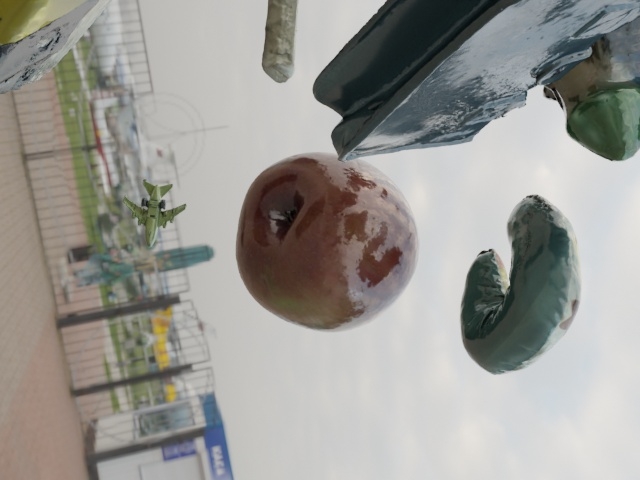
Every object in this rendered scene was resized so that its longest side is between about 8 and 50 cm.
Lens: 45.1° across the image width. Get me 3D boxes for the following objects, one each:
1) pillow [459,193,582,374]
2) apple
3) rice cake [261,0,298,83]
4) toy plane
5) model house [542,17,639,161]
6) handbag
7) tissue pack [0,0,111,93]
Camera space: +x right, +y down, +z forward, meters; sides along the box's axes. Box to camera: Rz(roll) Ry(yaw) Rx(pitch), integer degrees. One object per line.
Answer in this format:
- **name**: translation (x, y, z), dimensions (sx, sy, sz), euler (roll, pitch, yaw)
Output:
- **pillow**: translation (0.247, 0.057, 0.978), dimensions (0.233, 0.086, 0.214), euler (114, -19, -46)
- **apple**: translation (0.000, 0.000, 1.184), dimensions (0.305, 0.235, 0.306), euler (-19, -121, 35)
- **rice cake**: translation (-0.064, -0.393, 1.305), dimensions (0.052, 0.057, 0.256), euler (-14, -114, 43)
- **toy plane**: translation (-0.272, -0.045, 1.252), dimensions (0.040, 0.102, 0.111), euler (105, -10, -70)
- **model house**: translation (0.323, -0.187, 0.718), dimensions (0.243, 0.298, 0.284), euler (88, -15, -59)
- **handbag**: translation (0.115, -0.129, 0.511), dimensions (0.229, 0.179, 0.062), euler (-36, -110, 53)
- **tissue pack**: translation (-0.355, -0.398, 0.926), dimensions (0.264, 0.416, 0.253), euler (49, 23, -7)
